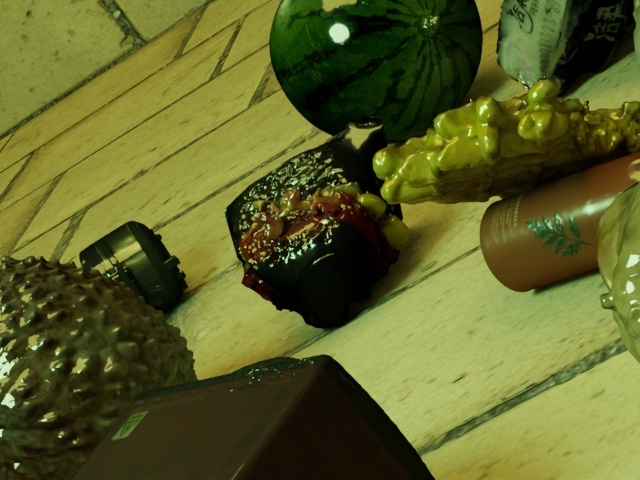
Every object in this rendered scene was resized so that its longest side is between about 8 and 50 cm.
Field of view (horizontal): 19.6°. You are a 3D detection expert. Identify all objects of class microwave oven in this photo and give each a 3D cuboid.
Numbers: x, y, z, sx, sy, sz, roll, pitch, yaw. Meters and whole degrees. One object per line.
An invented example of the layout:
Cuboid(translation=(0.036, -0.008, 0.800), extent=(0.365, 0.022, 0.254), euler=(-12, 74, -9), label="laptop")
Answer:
Cuboid(translation=(-0.052, 0.202, 1.286), extent=(0.247, 0.178, 0.188), euler=(-16, 26, 48), label="microwave oven")

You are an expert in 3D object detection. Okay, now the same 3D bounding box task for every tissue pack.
Cuboid(translation=(0.320, -0.316, 1.921), extent=(0.332, 0.123, 0.245), euler=(-44, -26, -26), label="tissue pack")

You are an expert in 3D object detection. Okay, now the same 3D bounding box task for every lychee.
Cuboid(translation=(-0.257, 0.146, 1.671), extent=(0.300, 0.300, 0.300), euler=(-33, 17, 11), label="lychee")

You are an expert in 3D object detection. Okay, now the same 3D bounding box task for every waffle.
Cuboid(translation=(0.191, -0.083, 1.533), extent=(0.293, 0.069, 0.260), euler=(-3, -13, -37), label="waffle")

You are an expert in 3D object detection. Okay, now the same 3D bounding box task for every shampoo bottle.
Cuboid(translation=(0.241, -0.027, 1.486), extent=(0.244, 0.085, 0.085), euler=(-24, 21, 42), label="shampoo bottle")

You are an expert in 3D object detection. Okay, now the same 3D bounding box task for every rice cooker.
Cuboid(translation=(-0.221, 0.039, 2.175), extent=(0.106, 0.112, 0.165), euler=(-34, 16, -12), label="rice cooker")

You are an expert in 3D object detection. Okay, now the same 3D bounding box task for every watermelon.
Cuboid(translation=(0.064, -0.224, 2.106), extent=(0.242, 0.242, 0.242), euler=(-33, 17, 11), label="watermelon")

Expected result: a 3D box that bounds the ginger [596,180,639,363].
Cuboid(translation=(0.329, -0.021, 1.160), extent=(0.375, 0.176, 0.256), euler=(-26, 4, 30), label="ginger")

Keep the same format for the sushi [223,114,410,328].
Cuboid(translation=(0.000, 0.000, 1.800), extent=(0.172, 0.153, 0.150), euler=(-14, 37, 0), label="sushi")

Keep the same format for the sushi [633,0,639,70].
Cuboid(translation=(0.361, -0.224, 1.718), extent=(0.130, 0.124, 0.332), euler=(-18, 21, 20), label="sushi")
